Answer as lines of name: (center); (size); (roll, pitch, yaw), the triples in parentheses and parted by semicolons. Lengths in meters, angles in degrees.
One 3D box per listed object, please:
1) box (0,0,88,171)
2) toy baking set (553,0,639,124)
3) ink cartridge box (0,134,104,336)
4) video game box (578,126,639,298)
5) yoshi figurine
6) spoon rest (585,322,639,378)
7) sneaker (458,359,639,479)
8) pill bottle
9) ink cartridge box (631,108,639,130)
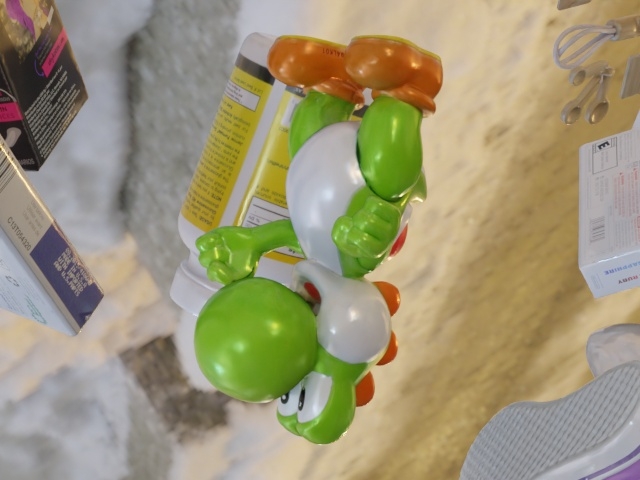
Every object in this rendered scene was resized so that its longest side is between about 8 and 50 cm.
box: (-0.379, -0.220, 1.542); (0.143, 0.165, 0.270); (-67, 150, -48)
toy baking set: (0.343, -0.229, 1.653); (0.197, 0.030, 0.256); (-41, 144, -12)
ink cartridge box: (-0.405, -0.060, 1.410); (0.071, 0.330, 0.324); (-58, 149, -24)
video game box: (0.334, -0.047, 1.345); (0.187, 0.048, 0.205); (-19, -149, 23)
yoshi figurine: (-0.015, -0.002, 1.285); (0.203, 0.362, 0.203); (8, 180, 4)
spoon rest: (0.337, 0.163, 1.215); (0.084, 0.276, 0.137); (-60, 173, 27)
sneaker: (0.231, 0.195, 1.162); (0.282, 0.161, 0.102); (-32, -147, 59)
pill bottle: (-0.058, -0.064, 1.737); (0.188, 0.188, 0.334); (3, 112, -60)
ink cartridge box: (0.376, -0.081, 1.568); (0.148, 0.086, 0.203); (-21, 134, -61)
